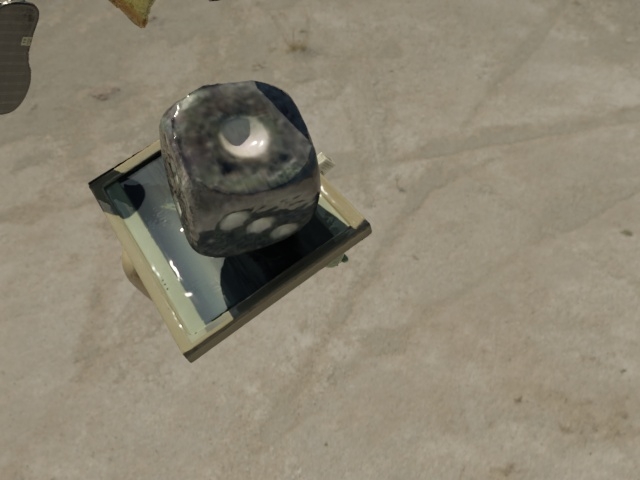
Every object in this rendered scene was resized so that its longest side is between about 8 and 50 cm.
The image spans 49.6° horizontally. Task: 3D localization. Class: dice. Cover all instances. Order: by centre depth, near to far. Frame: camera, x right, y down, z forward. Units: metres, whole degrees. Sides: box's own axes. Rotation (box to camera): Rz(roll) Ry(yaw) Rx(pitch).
[{"bbox_3d":[-0.112,-0.095,0.944,0.182,0.183,0.182,-15,67,-17],"label":"dice"}]

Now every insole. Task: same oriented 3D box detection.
[{"bbox_3d":[-0.556,-0.316,1.228,0.110,0.309,0.012,-11,70,-39],"label":"insole"}]

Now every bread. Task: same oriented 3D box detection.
[{"bbox_3d":[-0.317,-0.465,1.199,0.127,0.147,0.152,-33,89,-38],"label":"bread"}]

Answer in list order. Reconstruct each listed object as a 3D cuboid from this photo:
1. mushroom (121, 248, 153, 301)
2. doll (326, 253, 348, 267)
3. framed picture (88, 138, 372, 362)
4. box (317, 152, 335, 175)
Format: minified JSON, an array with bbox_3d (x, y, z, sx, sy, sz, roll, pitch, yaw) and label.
[{"bbox_3d":[-0.348,0.033,1.581,0.206,0.209,0.206,17,39,-14],"label":"mushroom"},{"bbox_3d":[0.000,0.000,1.606,0.115,0.077,0.150,-3,59,-47],"label":"doll"},{"bbox_3d":[-0.166,-0.056,1.112,0.326,0.028,0.446,-35,51,-8],"label":"framed picture"},{"bbox_3d":[-0.012,-0.153,1.520,0.083,0.054,0.024,-39,69,16],"label":"box"}]
